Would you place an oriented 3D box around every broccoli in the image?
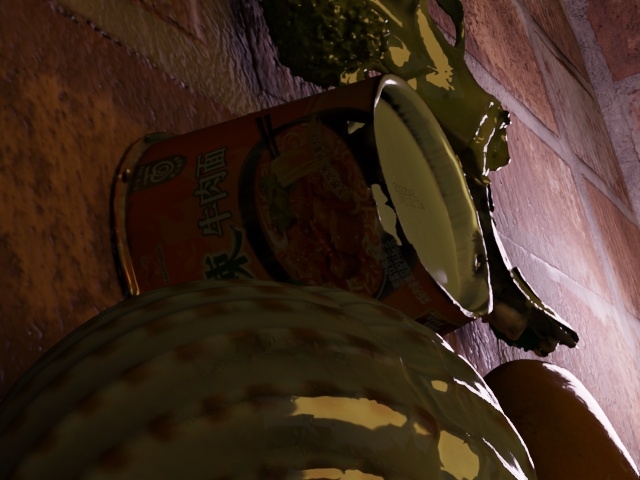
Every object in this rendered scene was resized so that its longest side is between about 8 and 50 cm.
[{"bbox_3d":[0.063,-0.220,1.041,0.254,0.186,0.302,-2,50,-46],"label":"broccoli"}]

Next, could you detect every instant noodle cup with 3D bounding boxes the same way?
[{"bbox_3d":[0.000,0.000,0.777,0.230,0.182,0.230,49,29,-39],"label":"instant noodle cup"}]

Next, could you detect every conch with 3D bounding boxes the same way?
[{"bbox_3d":[-0.014,0.123,0.534,0.302,0.215,0.319,20,38,-21],"label":"conch"}]

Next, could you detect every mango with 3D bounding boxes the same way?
[{"bbox_3d":[0.218,0.236,1.068,0.211,0.173,0.317,53,21,-32],"label":"mango"}]

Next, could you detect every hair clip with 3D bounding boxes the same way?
[{"bbox_3d":[0.165,0.029,1.230,0.091,0.138,0.321,-47,123,-17],"label":"hair clip"}]
